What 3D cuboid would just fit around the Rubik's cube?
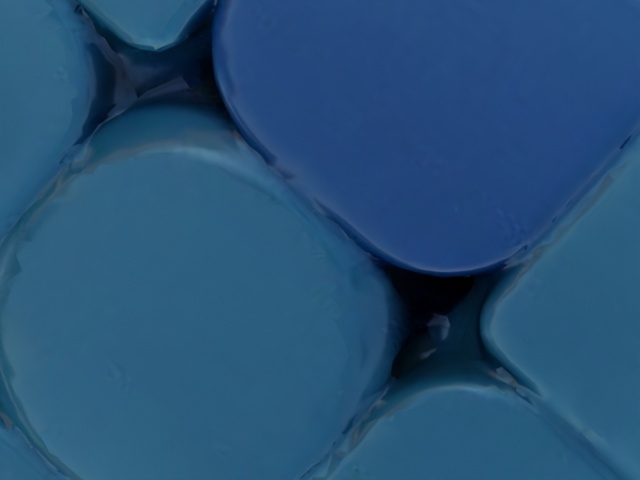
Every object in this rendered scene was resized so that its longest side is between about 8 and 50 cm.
[{"bbox_3d":[0.000,0.000,0.586,0.290,0.291,0.292,43,107,4],"label":"Rubik's cube"}]
